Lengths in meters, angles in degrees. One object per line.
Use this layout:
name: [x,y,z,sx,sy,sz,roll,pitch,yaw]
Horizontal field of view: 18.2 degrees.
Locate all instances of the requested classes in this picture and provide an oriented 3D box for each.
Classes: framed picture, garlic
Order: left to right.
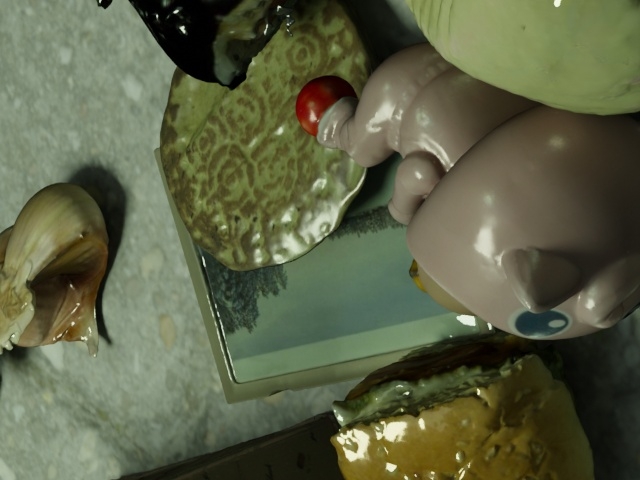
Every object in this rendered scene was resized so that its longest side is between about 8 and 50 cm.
garlic: [-0.227,0.027,1.645,0.174,0.099,0.124,-49,48,36]
framed picture: [0.000,0.000,1.464,0.289,0.016,0.213,-15,91,45]

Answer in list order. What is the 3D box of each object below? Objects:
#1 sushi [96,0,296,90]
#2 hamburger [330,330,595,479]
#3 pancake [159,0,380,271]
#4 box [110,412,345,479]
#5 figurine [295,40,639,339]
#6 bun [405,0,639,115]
sushi: [-0.086,-0.239,1.305,0.219,0.238,0.225,32,107,-8]
hamburger: [0.111,0.174,1.322,0.155,0.135,0.207,-9,103,40]
pancake: [-0.040,-0.085,1.441,0.235,0.029,0.212,-10,81,46]
box: [-0.124,0.272,1.514,0.297,0.225,0.190,-20,88,44]
figurine: [0.114,-0.045,1.265,0.287,0.176,0.186,48,147,31]
bun: [0.153,-0.248,1.113,0.361,0.213,0.361,179,90,-71]
